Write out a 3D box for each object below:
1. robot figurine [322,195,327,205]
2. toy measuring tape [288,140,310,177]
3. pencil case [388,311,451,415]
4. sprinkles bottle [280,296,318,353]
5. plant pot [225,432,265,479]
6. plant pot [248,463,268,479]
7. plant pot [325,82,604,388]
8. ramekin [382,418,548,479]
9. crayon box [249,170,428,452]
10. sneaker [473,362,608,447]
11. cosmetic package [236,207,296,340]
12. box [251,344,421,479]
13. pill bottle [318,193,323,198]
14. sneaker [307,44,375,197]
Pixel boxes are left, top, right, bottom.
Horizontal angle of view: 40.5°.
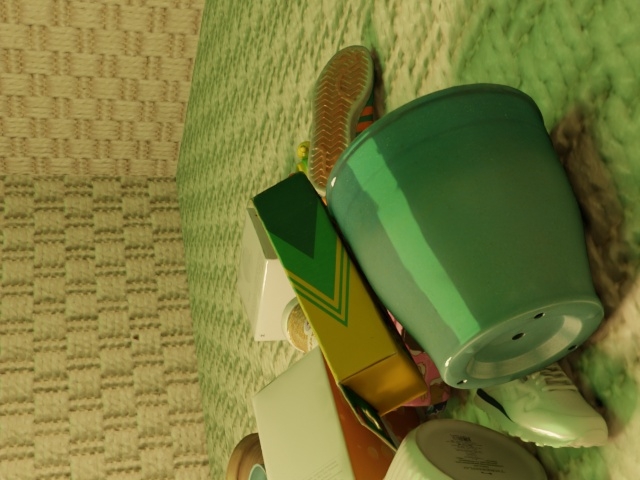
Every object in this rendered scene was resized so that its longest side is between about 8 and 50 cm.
[{"bbox_3d":[0.075,-0.016,1.460,0.128,0.158,0.219,-89,7,-61],"label":"robot figurine"},{"bbox_3d":[0.008,-0.050,1.714,0.121,0.121,0.330,132,127,-65],"label":"toy measuring tape"},{"bbox_3d":[0.127,0.054,1.251,0.167,0.160,0.385,-152,63,-64],"label":"pencil case"},{"bbox_3d":[0.027,0.183,1.634,0.355,0.121,0.121,-163,73,-71],"label":"sprinkles bottle"},{"bbox_3d":[-0.108,0.565,2.016,0.110,0.237,0.237,-10,78,30],"label":"plant pot"},{"bbox_3d":[-0.018,0.571,1.665,0.293,0.196,0.293,180,90,-73],"label":"plant pot"},{"bbox_3d":[0.172,0.012,0.958,0.271,0.272,0.255,112,145,-50],"label":"plant pot"},{"bbox_3d":[0.175,0.304,1.042,0.207,0.207,0.109,-128,50,-63],"label":"ramekin"},{"bbox_3d":[0.036,0.091,1.076,0.318,0.081,0.202,63,-175,26],"label":"crayon box"},{"bbox_3d":[0.248,0.172,1.001,0.235,0.090,0.094,-160,79,-70],"label":"sneaker"},{"bbox_3d":[-0.097,0.075,1.994,0.224,0.138,0.224,-114,29,-54],"label":"cosmetic package"},{"bbox_3d":[0.052,0.365,1.324,0.168,0.215,0.345,-41,44,25],"label":"box"},{"bbox_3d":[0.000,0.000,1.619,0.124,0.124,0.221,171,80,-72],"label":"pill bottle"},{"bbox_3d":[0.045,-0.203,1.579,0.121,0.108,0.302,49,-130,-63],"label":"sneaker"}]
